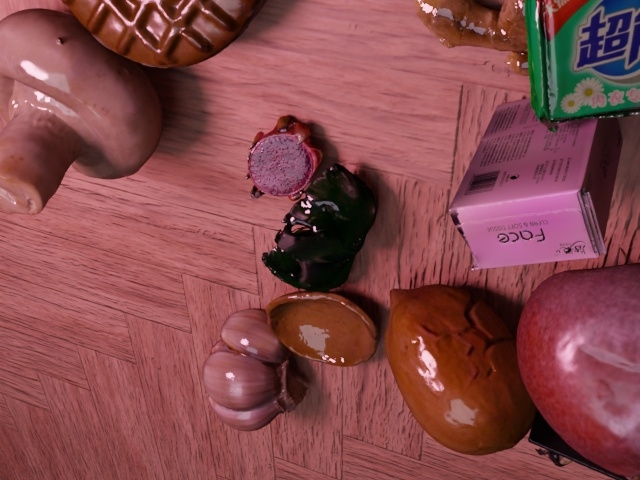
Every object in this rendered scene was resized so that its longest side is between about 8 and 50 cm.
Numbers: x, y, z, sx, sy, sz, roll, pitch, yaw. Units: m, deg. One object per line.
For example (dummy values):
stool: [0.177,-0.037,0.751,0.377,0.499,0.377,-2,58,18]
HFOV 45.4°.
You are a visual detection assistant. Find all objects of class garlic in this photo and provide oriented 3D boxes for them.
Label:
garlic: [-0.141,0.249,1.443,0.191,0.160,0.214,4,131,20]

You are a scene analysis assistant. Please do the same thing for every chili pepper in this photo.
chili pepper: [0.000,0.003,1.183,0.148,0.116,0.264,20,138,-8]

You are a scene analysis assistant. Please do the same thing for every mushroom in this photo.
mushroom: [-0.403,-0.174,1.134,0.292,0.290,0.292,24,152,14]

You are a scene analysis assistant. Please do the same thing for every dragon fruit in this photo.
dragon fruit: [-0.053,-0.124,1.155,0.112,0.068,0.126,9,118,1]

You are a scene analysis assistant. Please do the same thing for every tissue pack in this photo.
tissue pack: [0.261,-0.078,0.889,0.148,0.246,0.092,-8,122,33]

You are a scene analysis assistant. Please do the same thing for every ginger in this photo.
ginger: [0.218,-0.267,0.891,0.214,0.059,0.133,25,141,9]

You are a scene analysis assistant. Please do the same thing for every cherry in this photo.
cherry: [0.390,0.158,1.012,0.261,0.307,0.221,-6,167,30]

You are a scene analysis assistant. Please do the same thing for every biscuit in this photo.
biscuit: [-0.212,-0.383,0.980,0.332,0.103,0.332,9,124,14]

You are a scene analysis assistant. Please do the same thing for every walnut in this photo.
walnut: [0.203,0.183,1.163,0.298,0.203,0.203,50,137,16]

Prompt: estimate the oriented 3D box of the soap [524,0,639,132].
soap: [0.348,-0.228,0.775,0.273,0.098,0.218,-7,114,11]

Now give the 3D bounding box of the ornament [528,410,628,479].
ornament: [0.406,0.332,1.236,0.166,0.153,0.196,23,143,12]

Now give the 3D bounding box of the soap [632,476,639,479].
soap: [0.527,0.429,1.175,0.135,0.233,0.076,7,135,25]

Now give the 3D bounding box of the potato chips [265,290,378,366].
potato chips: [0.009,0.142,1.340,0.208,0.062,0.195,-26,116,39]
